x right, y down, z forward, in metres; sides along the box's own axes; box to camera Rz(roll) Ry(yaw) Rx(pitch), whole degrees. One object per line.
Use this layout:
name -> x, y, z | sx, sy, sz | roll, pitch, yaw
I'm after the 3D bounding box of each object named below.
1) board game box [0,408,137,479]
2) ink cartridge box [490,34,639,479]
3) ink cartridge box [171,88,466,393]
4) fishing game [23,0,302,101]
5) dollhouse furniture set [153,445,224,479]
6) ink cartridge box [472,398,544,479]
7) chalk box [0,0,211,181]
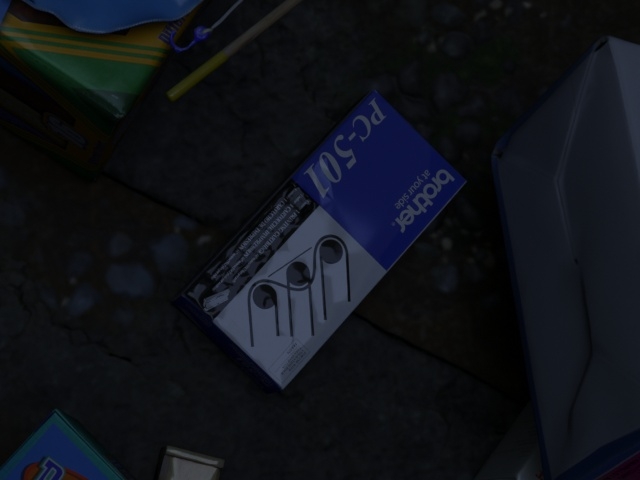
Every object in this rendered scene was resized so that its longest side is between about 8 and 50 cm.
board game box -> -0.172, 0.232, 0.899 | 0.160, 0.047, 0.210 | 42, 85, 18
ink cartridge box -> 0.333, 0.047, 1.034 | 0.395, 0.151, 0.270 | 10, 58, -25
ink cartridge box -> 0.000, 0.000, 1.067 | 0.097, 0.046, 0.207 | 44, 72, -5
fishing game -> -0.126, -0.214, 0.890 | 0.189, 0.041, 0.264 | -36, 89, -22
dollhouse furniture set -> -0.152, 0.209, 0.957 | 0.160, 0.101, 0.182 | 15, 76, -12
ink cartridge box -> 0.182, 0.156, 1.065 | 0.092, 0.090, 0.143 | 41, 72, -5
chalk box -> -0.214, -0.202, 0.975 | 0.289, 0.179, 0.180 | 32, 73, -8
